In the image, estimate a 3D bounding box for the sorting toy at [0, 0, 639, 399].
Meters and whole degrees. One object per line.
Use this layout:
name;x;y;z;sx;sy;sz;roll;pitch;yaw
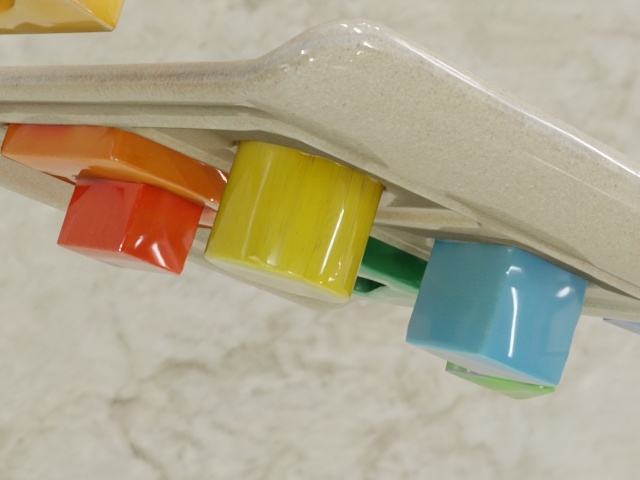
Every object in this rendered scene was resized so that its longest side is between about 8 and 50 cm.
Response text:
sorting toy;0.000;0.000;0.479;0.347;0.196;0.047;23;75;-36
